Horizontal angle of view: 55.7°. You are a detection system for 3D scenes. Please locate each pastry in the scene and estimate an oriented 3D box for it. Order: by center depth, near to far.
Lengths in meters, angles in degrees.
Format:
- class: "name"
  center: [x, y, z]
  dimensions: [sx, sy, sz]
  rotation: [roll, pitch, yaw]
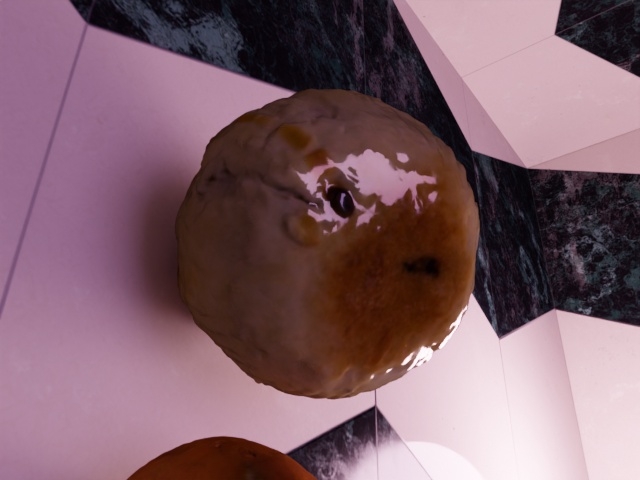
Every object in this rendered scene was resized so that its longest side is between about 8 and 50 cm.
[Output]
- class: "pastry"
  center: [0.000, 0.000, 0.763]
  dimensions: [0.389, 0.313, 0.388]
  rotation: [-6, 103, -28]

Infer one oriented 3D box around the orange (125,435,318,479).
- class: "orange"
  center: [-0.088, 0.301, 0.534]
  dimensions: [0.246, 0.246, 0.246]
  rotation: [33, 47, -45]
